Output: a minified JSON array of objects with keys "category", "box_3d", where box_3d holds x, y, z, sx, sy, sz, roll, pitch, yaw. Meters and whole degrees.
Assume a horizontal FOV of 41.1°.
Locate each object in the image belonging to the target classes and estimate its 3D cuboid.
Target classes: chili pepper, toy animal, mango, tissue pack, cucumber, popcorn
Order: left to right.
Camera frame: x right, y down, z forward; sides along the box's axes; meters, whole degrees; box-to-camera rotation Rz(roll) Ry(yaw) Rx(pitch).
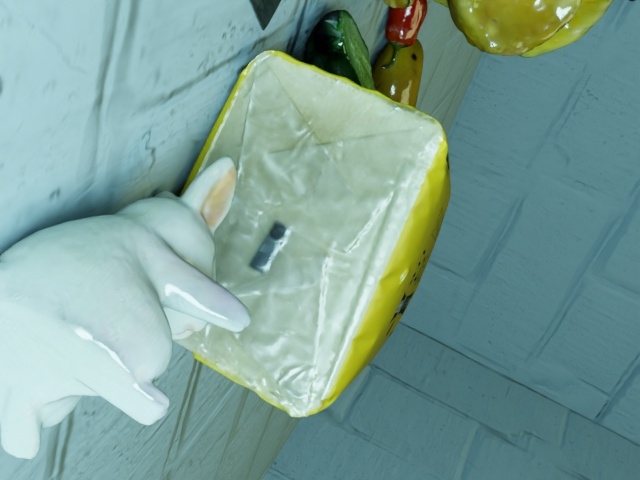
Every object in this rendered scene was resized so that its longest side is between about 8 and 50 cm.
[{"category":"toy animal","box_3d":[-0.122,0.036,0.616,0.140,0.138,0.282,-28,-176,28]},{"category":"tissue pack","box_3d":[0.000,0.000,0.927,0.293,0.228,0.382,-65,172,1]},{"category":"cucumber","box_3d":[0.021,-0.198,0.974,0.244,0.063,0.115,30,48,-79]},{"category":"mango","box_3d":[0.111,-0.230,1.325,0.115,0.090,0.178,-67,176,-64]},{"category":"chili pepper","box_3d":[0.131,-0.340,1.242,0.059,0.050,0.191,-5,115,-60]},{"category":"popcorn","box_3d":[0.184,-0.356,0.942,0.297,0.281,0.316,12,65,-75]}]

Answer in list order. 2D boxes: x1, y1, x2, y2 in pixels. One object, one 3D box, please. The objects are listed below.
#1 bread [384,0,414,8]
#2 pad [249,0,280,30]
[{"category":"bread","box_3d":[0.113,-0.358,1.119,0.083,0.044,0.111,-61,168,-21]},{"category":"pad","box_3d":[-0.011,-0.297,0.736,0.211,0.003,0.143,-62,170,-5]}]
